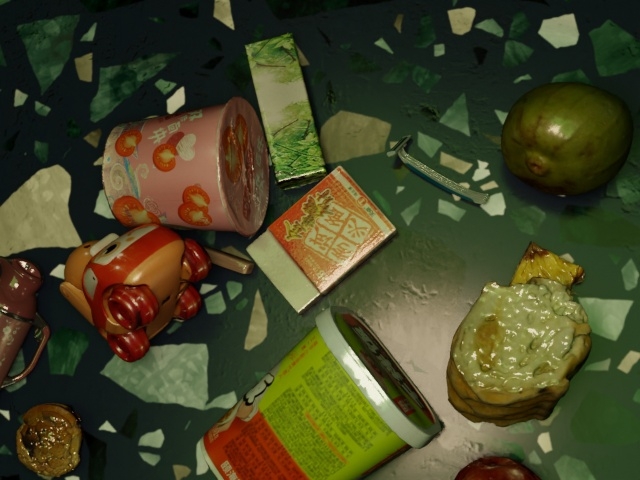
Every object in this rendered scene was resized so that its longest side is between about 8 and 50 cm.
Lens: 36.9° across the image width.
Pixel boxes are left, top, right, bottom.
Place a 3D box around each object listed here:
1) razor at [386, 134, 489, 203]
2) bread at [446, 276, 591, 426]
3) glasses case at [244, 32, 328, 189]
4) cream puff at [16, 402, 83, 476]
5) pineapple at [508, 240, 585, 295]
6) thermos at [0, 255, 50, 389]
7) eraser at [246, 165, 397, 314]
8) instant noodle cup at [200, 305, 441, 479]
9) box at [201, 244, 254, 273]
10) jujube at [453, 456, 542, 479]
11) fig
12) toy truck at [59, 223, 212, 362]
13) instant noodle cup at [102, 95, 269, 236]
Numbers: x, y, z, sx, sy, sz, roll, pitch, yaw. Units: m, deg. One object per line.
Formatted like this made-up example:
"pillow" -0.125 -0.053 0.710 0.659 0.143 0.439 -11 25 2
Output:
"razor" 0.209 -0.114 1.692 0.191 0.037 0.068 34 46 10
"bread" 0.310 0.182 1.519 0.196 0.252 0.238 28 81 18
"glasses case" -0.062 -0.234 1.748 0.095 0.062 0.272 -13 79 2
"cream puff" -0.483 0.356 1.705 0.119 0.104 0.133 -17 79 0
"pineapple" 0.374 0.055 1.623 0.137 0.069 0.116 -13 73 -1
"thermos" -0.590 0.192 1.746 0.136 0.109 0.330 23 85 14
"eraser" 0.000 0.000 1.708 0.230 0.038 0.157 -41 76 1
"instant noodle cup" -0.008 0.302 1.557 0.308 0.294 0.294 -41 76 9
"box" -0.177 0.033 1.729 0.115 0.048 0.025 18 91 13
"jujube" 0.279 0.486 1.496 0.197 0.197 0.290 -1 95 10
"fig" 0.416 -0.183 1.590 0.203 0.203 0.225 43 65 14
"toy truck" -0.338 0.061 1.658 0.239 0.265 0.189 40 53 13
"instant noodle cup" -0.234 -0.124 1.680 0.231 0.243 0.243 -2 80 16
